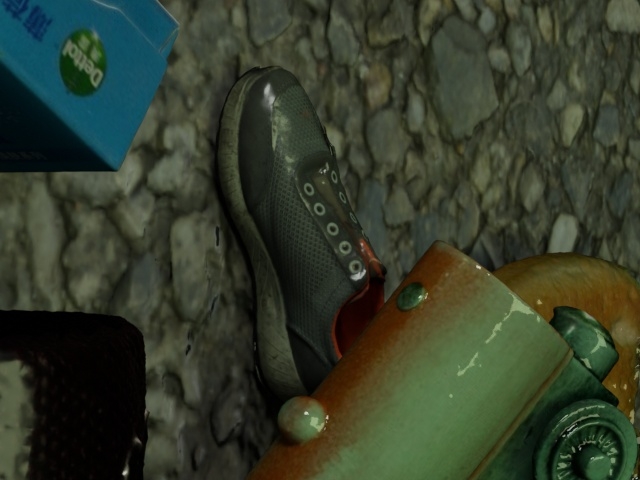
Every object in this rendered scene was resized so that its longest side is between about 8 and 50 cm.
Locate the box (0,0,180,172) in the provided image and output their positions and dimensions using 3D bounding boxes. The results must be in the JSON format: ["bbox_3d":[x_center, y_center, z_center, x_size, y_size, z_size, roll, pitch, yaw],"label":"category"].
[{"bbox_3d":[-0.173,-0.090,0.751,0.139,0.194,0.073,45,56,-43],"label":"box"}]

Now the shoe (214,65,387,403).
[{"bbox_3d":[0.000,-0.002,1.075,0.074,0.077,0.194,-22,108,-50],"label":"shoe"}]

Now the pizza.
[{"bbox_3d":[0.127,0.131,1.237,0.289,0.081,0.229,-38,111,-43],"label":"pizza"}]

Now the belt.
[{"bbox_3d":[-0.156,0.100,0.741,0.289,0.184,0.164,2,89,-89],"label":"belt"}]

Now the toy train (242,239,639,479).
[{"bbox_3d":[0.039,0.135,1.030,0.285,0.116,0.177,-50,122,-4],"label":"toy train"}]
